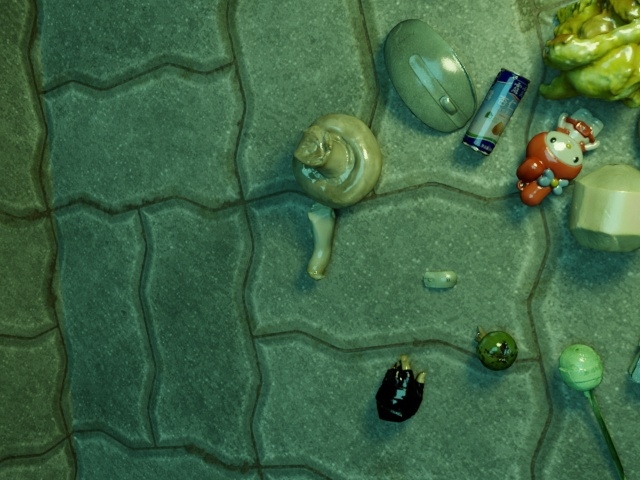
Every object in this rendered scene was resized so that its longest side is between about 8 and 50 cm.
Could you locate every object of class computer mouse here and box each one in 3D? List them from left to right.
[{"bbox_3d":[0.316,-0.493,1.684,0.203,0.114,0.374,-38,80,22],"label":"computer mouse"},{"bbox_3d":[0.370,0.123,1.769,0.110,0.032,0.056,-3,94,25],"label":"computer mouse"}]

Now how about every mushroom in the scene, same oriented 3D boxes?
[{"bbox_3d":[0.001,-0.001,1.894,0.099,0.096,0.278,10,104,25],"label":"mushroom"},{"bbox_3d":[0.034,-0.243,1.742,0.297,0.290,0.298,2,95,26],"label":"mushroom"}]

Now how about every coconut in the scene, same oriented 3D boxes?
[{"bbox_3d":[0.763,-0.089,1.467,0.241,0.241,0.241,3,97,24],"label":"coconut"}]

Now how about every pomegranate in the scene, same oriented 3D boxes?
[{"bbox_3d":[0.515,0.318,1.692,0.122,0.122,0.161,-65,33,16],"label":"pomegranate"}]

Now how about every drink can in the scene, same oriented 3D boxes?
[{"bbox_3d":[0.501,-0.365,1.624,0.097,0.097,0.235,33,108,18],"label":"drink can"}]

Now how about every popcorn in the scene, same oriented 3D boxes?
[{"bbox_3d":[0.711,-0.468,1.436,0.290,0.321,0.326,34,127,0],"label":"popcorn"}]

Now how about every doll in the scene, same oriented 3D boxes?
[{"bbox_3d":[0.641,-0.226,1.553,0.161,0.130,0.290,42,96,1],"label":"doll"}]

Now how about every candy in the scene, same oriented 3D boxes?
[{"bbox_3d":[0.784,0.501,1.592,0.119,0.119,0.440,-20,94,25],"label":"candy"}]

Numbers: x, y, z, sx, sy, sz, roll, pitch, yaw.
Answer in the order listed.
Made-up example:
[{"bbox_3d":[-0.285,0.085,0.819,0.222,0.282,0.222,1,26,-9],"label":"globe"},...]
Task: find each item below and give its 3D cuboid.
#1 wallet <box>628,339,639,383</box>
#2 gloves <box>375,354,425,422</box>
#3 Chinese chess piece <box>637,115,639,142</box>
[{"bbox_3d":[0.948,0.287,1.499,0.176,0.075,0.251,23,104,17],"label":"wallet"},{"bbox_3d":[0.257,0.469,1.822,0.164,0.124,0.204,-3,102,7],"label":"gloves"},{"bbox_3d":[0.951,-0.290,1.420,0.273,0.102,0.274,3,97,24],"label":"Chinese chess piece"}]
